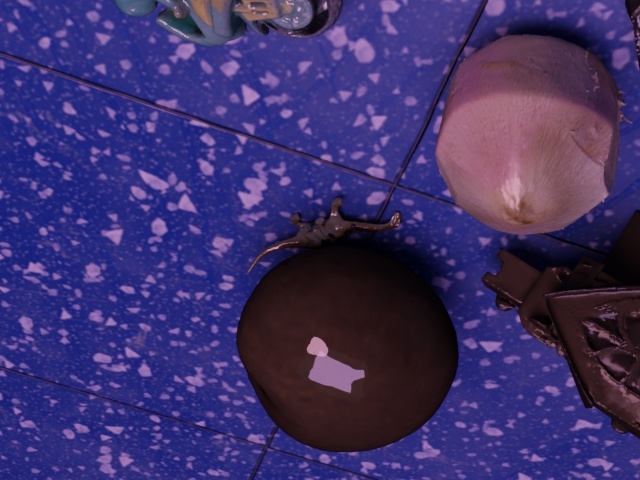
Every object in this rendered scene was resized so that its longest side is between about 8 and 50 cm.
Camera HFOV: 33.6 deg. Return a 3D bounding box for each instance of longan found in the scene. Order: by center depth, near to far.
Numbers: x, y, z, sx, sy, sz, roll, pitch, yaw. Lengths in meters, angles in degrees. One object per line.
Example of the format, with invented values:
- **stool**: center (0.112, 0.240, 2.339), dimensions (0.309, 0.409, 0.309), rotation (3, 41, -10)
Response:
- **longan**: center (0.026, 0.121, 1.128), dimensions (0.246, 0.215, 0.246), rotation (6, 121, 10)

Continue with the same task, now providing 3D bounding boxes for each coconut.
- **coconut**: center (0.187, -0.086, 0.931), dimensions (0.171, 0.183, 0.171), rotation (5, 137, 5)

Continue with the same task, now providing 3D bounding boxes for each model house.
- **model house**: center (0.290, 0.068, 1.077), dimensions (0.243, 0.211, 0.204), rotation (32, 91, 17)

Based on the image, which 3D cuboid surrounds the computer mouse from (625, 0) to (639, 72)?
- **computer mouse**: center (0.308, -0.184, 0.914), dimensions (0.079, 0.047, 0.135), rotation (-14, 117, 29)

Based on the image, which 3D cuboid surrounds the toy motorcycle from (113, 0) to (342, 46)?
- **toy motorcycle**: center (-0.126, -0.267, 0.889), dimensions (0.198, 0.109, 0.296), rotation (-17, 129, 36)

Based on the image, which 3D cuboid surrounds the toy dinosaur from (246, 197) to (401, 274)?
- **toy dinosaur**: center (-0.005, -0.011, 1.134), dimensions (0.180, 0.037, 0.058), rotation (-13, 124, 20)
